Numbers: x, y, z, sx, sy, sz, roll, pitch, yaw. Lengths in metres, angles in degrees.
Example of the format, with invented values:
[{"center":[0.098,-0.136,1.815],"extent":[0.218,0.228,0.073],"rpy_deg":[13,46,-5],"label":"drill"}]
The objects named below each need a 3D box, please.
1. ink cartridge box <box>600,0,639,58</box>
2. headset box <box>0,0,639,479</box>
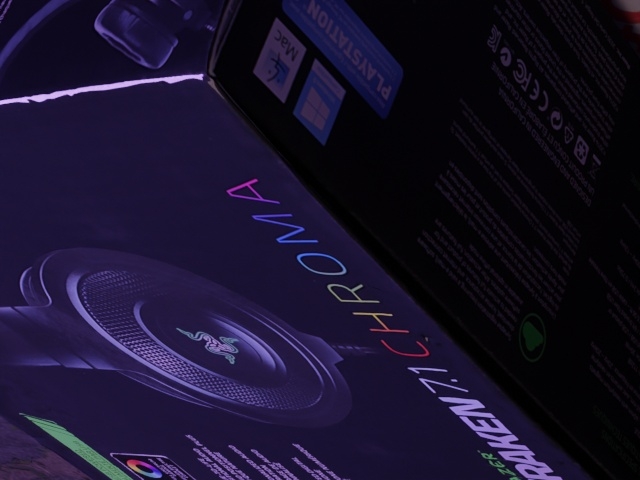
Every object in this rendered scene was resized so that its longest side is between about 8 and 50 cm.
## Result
[{"center":[0.000,-0.123,0.570],"extent":[0.307,0.129,0.223],"rpy_deg":[17,153,9],"label":"ink cartridge box"},{"center":[-0.045,-0.018,0.505],"extent":[0.283,0.131,0.246],"rpy_deg":[-2,146,40],"label":"headset box"}]
